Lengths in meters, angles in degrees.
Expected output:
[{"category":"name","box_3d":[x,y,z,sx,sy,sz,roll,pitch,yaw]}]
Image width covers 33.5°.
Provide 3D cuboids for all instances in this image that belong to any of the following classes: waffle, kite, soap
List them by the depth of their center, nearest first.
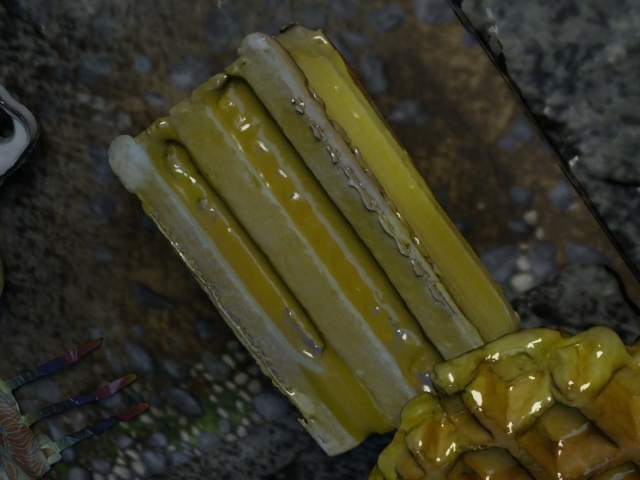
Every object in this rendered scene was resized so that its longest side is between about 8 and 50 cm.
[{"category":"waffle","box_3d":[0.162,0.158,0.593,0.282,0.058,0.300,-12,126,13]},{"category":"soap","box_3d":[-0.001,0.001,0.613,0.135,0.076,0.233,-32,100,30]},{"category":"kite","box_3d":[-0.228,0.132,0.808,0.229,0.016,0.127,-28,106,31]}]

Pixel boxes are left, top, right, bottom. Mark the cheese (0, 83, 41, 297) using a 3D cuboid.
[{"category":"cheese","box_3d":[-0.275,0.001,0.722,0.163,0.082,0.286,46,122,-6]}]
